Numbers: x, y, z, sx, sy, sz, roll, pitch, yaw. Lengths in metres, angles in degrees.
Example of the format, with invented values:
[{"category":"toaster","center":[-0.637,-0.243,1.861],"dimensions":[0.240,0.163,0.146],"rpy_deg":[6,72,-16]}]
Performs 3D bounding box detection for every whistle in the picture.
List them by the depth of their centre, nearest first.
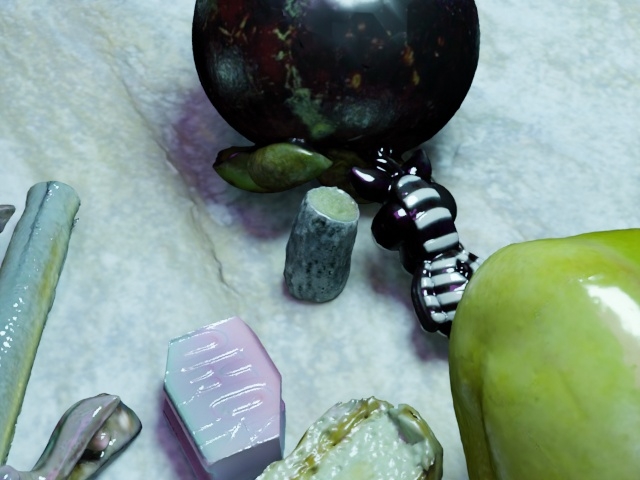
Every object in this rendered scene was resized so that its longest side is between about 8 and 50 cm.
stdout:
[{"category":"whistle","center":[-0.274,0.079,1.688],"dimensions":[0.057,0.068,0.326],"rpy_deg":[-3,46,17]}]

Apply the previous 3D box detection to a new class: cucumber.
[{"category":"cucumber","center":[0.000,0.001,1.722],"dimensions":[0.064,0.112,0.064],"rpy_deg":[4,47,-5]}]

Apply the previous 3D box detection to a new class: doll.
[{"category":"doll","center":[0.102,0.015,1.703],"dimensions":[0.091,0.067,0.219],"rpy_deg":[-20,75,-30]}]

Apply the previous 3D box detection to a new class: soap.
[{"category":"soap","center":[-0.082,0.135,1.639],"dimensions":[0.100,0.056,0.149],"rpy_deg":[-18,50,-17]}]

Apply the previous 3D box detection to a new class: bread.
[{"category":"bread","center":[0.004,0.227,1.538],"dimensions":[0.128,0.088,0.232],"rpy_deg":[26,60,34]}]

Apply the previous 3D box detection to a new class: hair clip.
[{"category":"hair clip","center":[-0.246,0.216,1.547],"dimensions":[0.173,0.069,0.300],"rpy_deg":[38,54,7]}]

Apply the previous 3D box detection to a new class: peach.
[{"category":"peach","center":[0.246,0.133,1.460],"dimensions":[0.281,0.315,0.314],"rpy_deg":[-19,87,-17]}]

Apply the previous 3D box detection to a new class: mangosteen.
[{"category":"mangosteen","center":[0.012,-0.174,1.789],"dimensions":[0.288,0.288,0.288],"rpy_deg":[-1,48,1]}]

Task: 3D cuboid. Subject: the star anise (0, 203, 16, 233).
[{"category":"star anise","center":[-0.395,0.016,1.746],"dimensions":[0.212,0.073,0.197],"rpy_deg":[17,48,19]}]
